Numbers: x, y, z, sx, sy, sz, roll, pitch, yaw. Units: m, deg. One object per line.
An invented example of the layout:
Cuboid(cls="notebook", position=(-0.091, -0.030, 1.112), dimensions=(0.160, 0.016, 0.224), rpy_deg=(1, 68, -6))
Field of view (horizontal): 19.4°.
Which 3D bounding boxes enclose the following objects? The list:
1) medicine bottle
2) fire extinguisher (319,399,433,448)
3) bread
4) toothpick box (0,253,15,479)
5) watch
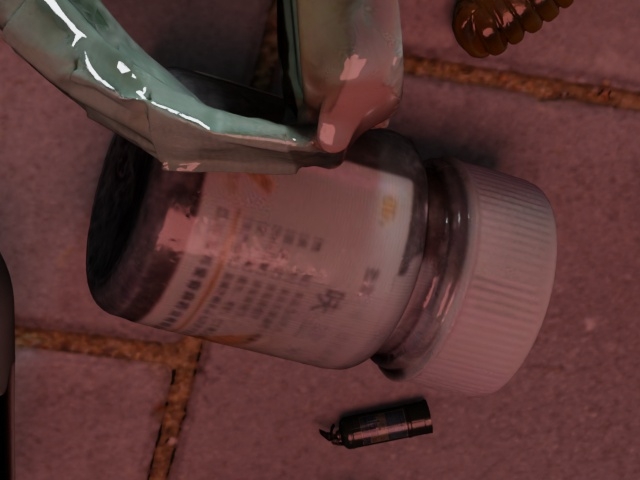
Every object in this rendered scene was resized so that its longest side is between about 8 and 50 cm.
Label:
Cuboid(cls="medicine bottle", position=(0.000, 0.000, 1.206), dimensions=(0.273, 0.165, 0.165), rpy_deg=(16, 118, -19))
Cuboid(cls="fire extinguisher", position=(0.040, 0.140, 1.391), dimensions=(0.083, 0.025, 0.038), rpy_deg=(-11, 147, -4))
Cuboid(cls="bread", position=(0.126, -0.151, 1.213), dimensions=(0.088, 0.033, 0.049), rpy_deg=(-31, 129, 9))
Cuboid(cls="toothpick box", position=(-0.305, 0.098, 1.200), dimensions=(0.229, 0.229, 0.316), rpy_deg=(0, 121, -11))
Cuboid(cls="watch", position=(-0.082, -0.163, 1.054), dimensions=(0.241, 0.162, 0.253), rpy_deg=(-4, 84, -3))
